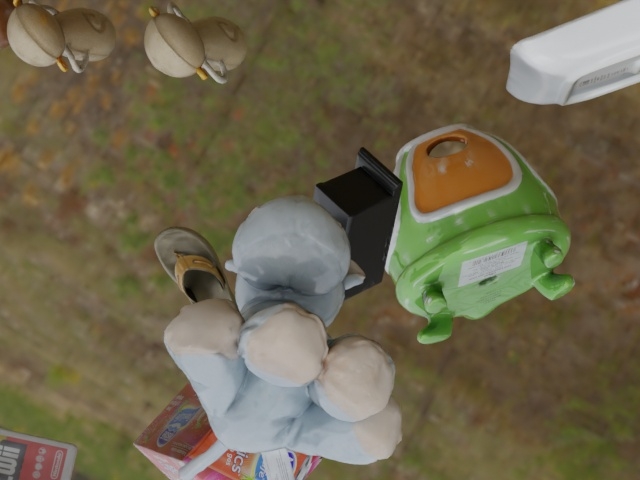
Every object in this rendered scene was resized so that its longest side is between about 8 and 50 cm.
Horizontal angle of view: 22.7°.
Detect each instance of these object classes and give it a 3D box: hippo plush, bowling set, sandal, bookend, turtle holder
[{"bbox_3d":[-0.011,0.093,1.605,0.234,0.237,0.294,11,142,11],"label":"hippo plush"},{"bbox_3d":[-0.207,-0.192,1.188,0.287,0.200,0.154,54,-162,4],"label":"bowling set"},{"bbox_3d":[-0.163,0.055,2.139,0.180,0.072,0.049,59,-169,14],"label":"sandal"},{"bbox_3d":[0.000,0.000,1.770,0.072,0.157,0.156,44,143,31],"label":"bookend"},{"bbox_3d":[0.202,-0.014,2.082,0.320,0.243,0.227,19,-134,-60],"label":"turtle holder"}]

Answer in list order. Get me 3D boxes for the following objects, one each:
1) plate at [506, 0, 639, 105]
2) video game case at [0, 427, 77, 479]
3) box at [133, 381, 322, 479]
[{"bbox_3d":[0.297,-0.177,1.365,0.277,0.278,0.045,20,-129,-84],"label":"plate"},{"bbox_3d":[-0.463,0.322,1.977,0.285,0.204,0.025,12,168,2],"label":"video game case"},{"bbox_3d":[-0.116,0.251,1.916,0.128,0.123,0.257,45,165,-12],"label":"box"}]
